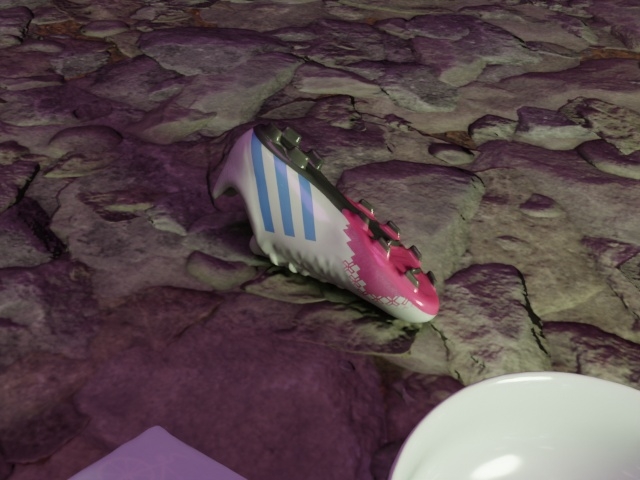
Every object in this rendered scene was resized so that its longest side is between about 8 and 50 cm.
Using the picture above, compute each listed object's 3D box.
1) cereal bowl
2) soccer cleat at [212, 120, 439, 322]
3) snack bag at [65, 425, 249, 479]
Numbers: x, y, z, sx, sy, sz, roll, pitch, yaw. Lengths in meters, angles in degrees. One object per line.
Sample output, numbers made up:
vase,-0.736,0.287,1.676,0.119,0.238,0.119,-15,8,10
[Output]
cereal bowl,0.194,0.263,0.518,0.338,0.141,0.339,6,37,-4
soccer cleat,0.000,0.000,0.898,0.331,0.143,0.116,47,19,18
snack bag,-0.113,0.274,0.513,0.323,0.037,0.342,22,23,23
